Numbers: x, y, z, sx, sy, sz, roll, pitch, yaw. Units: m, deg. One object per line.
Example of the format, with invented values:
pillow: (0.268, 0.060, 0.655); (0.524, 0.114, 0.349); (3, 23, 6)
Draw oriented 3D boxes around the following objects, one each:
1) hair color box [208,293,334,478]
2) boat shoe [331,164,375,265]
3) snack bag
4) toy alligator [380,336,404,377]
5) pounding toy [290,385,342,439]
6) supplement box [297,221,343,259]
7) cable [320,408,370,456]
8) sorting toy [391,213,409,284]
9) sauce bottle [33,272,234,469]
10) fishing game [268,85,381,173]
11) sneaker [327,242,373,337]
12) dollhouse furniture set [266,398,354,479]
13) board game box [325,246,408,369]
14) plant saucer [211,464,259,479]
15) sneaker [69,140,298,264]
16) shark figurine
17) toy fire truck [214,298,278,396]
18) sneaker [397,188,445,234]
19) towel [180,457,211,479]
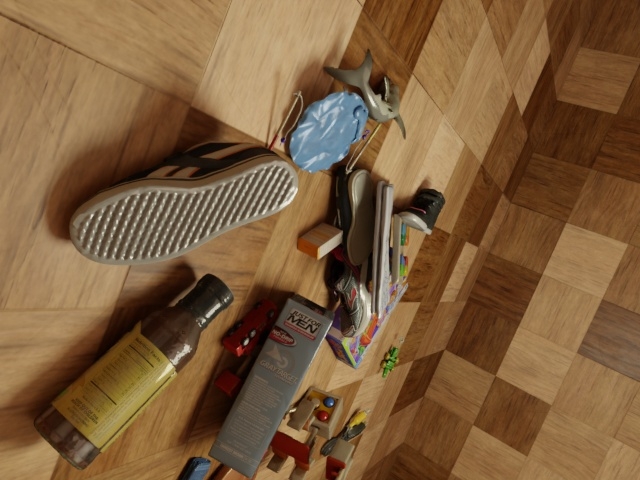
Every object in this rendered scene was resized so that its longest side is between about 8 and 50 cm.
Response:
hair color box: (-0.101, 0.315, 1.136); (0.375, 0.113, 0.185); (-63, 176, -1)
boat shoe: (0.076, -0.060, 1.213); (0.095, 0.079, 0.255); (-29, 127, -30)
snack bag: (0.170, 0.009, 1.301); (0.342, 0.037, 0.324); (-23, 115, -78)
toy alligator: (0.301, 0.489, 2.104); (0.190, 0.056, 0.051); (-64, -166, -4)
pounding toy: (-0.019, 0.519, 1.513); (0.130, 0.141, 0.100); (-57, 155, -45)
supplement box: (0.000, 0.000, 1.176); (0.098, 0.062, 0.036); (-34, 139, -43)
cable: (0.089, 0.780, 1.999); (0.287, 0.072, 0.140); (-17, 145, -39)
sorting toy: (0.231, 0.030, 1.427); (0.208, 0.038, 0.193); (16, 77, -77)
sauce bottle: (-0.280, 0.192, 0.804); (0.344, 0.111, 0.112); (-46, 147, -32)
fishing game: (0.013, -0.221, 0.997); (0.264, 0.041, 0.189); (0, 131, -46)
sneaker: (0.073, 0.131, 1.366); (0.111, 0.121, 0.300); (-10, 113, -25)
dollhouse furniture set: (-0.050, 0.575, 1.350); (0.135, 0.259, 0.262); (-47, 147, -47)
board game box: (0.154, 0.213, 1.594); (0.347, 0.078, 0.233); (-54, 150, -20)
plant saucer: (-0.241, 0.650, 1.316); (0.200, 0.037, 0.200); (-40, 144, -37)
sneaker: (-0.201, -0.062, 0.738); (0.320, 0.127, 0.126); (-18, 125, -23)
shark figurine: (0.104, -0.294, 1.088); (0.278, 0.116, 0.166); (-13, 90, -65)
toy fire truck: (-0.162, 0.236, 1.107); (0.192, 0.047, 0.135); (-46, 149, -34)
sneaker: (0.328, -0.109, 1.617); (0.295, 0.104, 0.147); (11, 101, -67)
towel: (-0.303, 0.560, 1.147); (0.120, 0.029, 0.067); (-61, 152, -9)
